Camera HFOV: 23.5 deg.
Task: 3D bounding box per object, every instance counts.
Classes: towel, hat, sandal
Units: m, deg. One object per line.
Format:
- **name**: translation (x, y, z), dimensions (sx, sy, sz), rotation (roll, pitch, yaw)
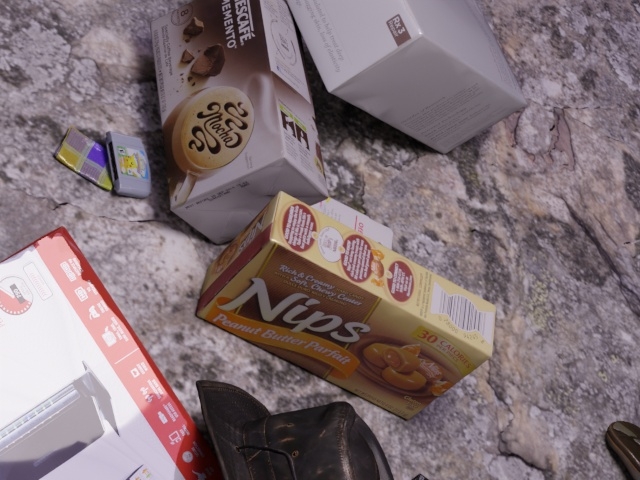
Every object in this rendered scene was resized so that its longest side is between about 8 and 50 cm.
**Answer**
- **towel**: translation (-0.283, -0.100, 1.888), dimensions (0.083, 0.009, 0.060), rotation (35, 43, -11)
- **hat**: translation (0.000, 0.249, 1.634), dimensions (0.331, 0.134, 0.331), rotation (54, 9, -12)
- **sandal**: translation (0.454, 0.343, 2.093), dimensions (0.090, 0.060, 0.219), rotation (-4, 47, -46)

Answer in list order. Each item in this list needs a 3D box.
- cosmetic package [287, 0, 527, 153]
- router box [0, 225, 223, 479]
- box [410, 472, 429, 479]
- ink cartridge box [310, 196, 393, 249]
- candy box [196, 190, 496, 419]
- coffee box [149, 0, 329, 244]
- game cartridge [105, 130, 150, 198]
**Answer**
- **cosmetic package**: translation (0.118, -0.279, 2.119), dimensions (0.385, 0.156, 0.217), rotation (20, 43, -58)
- **router box**: translation (-0.291, 0.203, 1.523), dimensions (0.301, 0.082, 0.335), rotation (-35, 92, -34)
- **box**: translation (0.128, 0.332, 1.841), dimensions (0.083, 0.062, 0.052), rotation (37, 42, -8)
- **ink cartridge box**: translation (0.000, 0.000, 1.991), dimensions (0.181, 0.061, 0.104), rotation (26, 47, -19)
- **candy box**: translation (0.033, 0.085, 1.864), dimensions (0.316, 0.183, 0.087), rotation (29, 45, -18)
- **coffee box**: translation (-0.105, -0.168, 1.939), dimensions (0.119, 0.168, 0.297), rotation (40, 34, -51)
- **game cartridge**: translation (-0.236, -0.094, 1.903), dimensions (0.056, 0.017, 0.083), rotation (12, 58, -50)
